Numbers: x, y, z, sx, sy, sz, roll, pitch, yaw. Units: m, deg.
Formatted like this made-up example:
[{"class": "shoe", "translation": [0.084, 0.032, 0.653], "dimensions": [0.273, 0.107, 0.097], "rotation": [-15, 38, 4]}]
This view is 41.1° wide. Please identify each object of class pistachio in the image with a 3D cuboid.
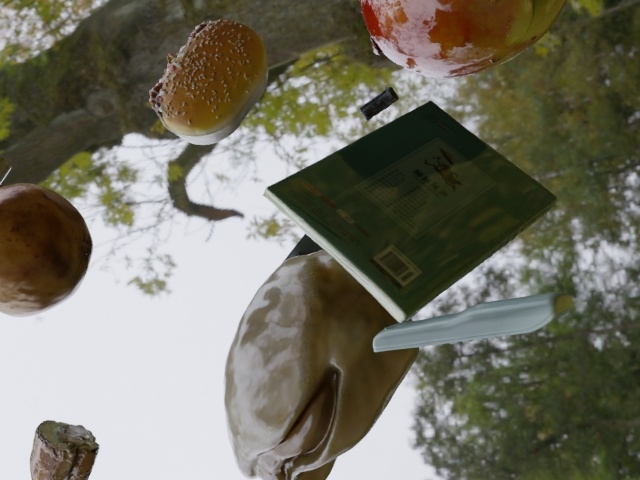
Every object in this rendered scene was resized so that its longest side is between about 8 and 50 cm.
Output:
[{"class": "pistachio", "translation": [-0.008, 0.206, 1.363], "dimensions": [0.281, 0.446, 0.365], "rotation": [19, -153, -5]}]

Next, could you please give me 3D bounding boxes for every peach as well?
[{"class": "peach", "translation": [0.221, -0.440, 1.410], "dimensions": [0.370, 0.370, 0.370], "rotation": [28, -125, -51]}]

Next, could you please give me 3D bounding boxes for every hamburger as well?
[{"class": "hamburger", "translation": [-0.374, 0.315, 1.207], "dimensions": [0.087, 0.176, 0.102], "rotation": [25, -99, -23]}, {"class": "hamburger", "translation": [-0.247, -0.359, 1.935], "dimensions": [0.295, 0.227, 0.151], "rotation": [-56, -27, -15]}]

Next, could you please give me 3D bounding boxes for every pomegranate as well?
[{"class": "pomegranate", "translation": [-0.517, 0.019, 1.479], "dimensions": [0.248, 0.248, 0.248], "rotation": [28, -125, -51]}]

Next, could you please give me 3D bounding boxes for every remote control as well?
[{"class": "remote control", "translation": [0.137, -0.321, 2.011], "dimensions": [0.039, 0.096, 0.014], "rotation": [56, -162, -3]}, {"class": "remote control", "translation": [0.124, 0.068, 0.710], "dimensions": [0.061, 0.162, 0.029], "rotation": [-4, -97, -60]}]

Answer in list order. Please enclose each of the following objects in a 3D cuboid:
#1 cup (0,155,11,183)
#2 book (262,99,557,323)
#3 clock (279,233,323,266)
[{"class": "cup", "translation": [-0.642, -0.105, 1.599], "dimensions": [0.074, 0.104, 0.116], "rotation": [35, -116, -14]}, {"class": "book", "translation": [0.139, -0.061, 1.207], "dimensions": [0.264, 0.031, 0.379], "rotation": [43, -131, 20]}, {"class": "clock", "translation": [0.000, 0.000, 2.106], "dimensions": [0.076, 0.386, 0.386], "rotation": [38, -142, 1]}]
